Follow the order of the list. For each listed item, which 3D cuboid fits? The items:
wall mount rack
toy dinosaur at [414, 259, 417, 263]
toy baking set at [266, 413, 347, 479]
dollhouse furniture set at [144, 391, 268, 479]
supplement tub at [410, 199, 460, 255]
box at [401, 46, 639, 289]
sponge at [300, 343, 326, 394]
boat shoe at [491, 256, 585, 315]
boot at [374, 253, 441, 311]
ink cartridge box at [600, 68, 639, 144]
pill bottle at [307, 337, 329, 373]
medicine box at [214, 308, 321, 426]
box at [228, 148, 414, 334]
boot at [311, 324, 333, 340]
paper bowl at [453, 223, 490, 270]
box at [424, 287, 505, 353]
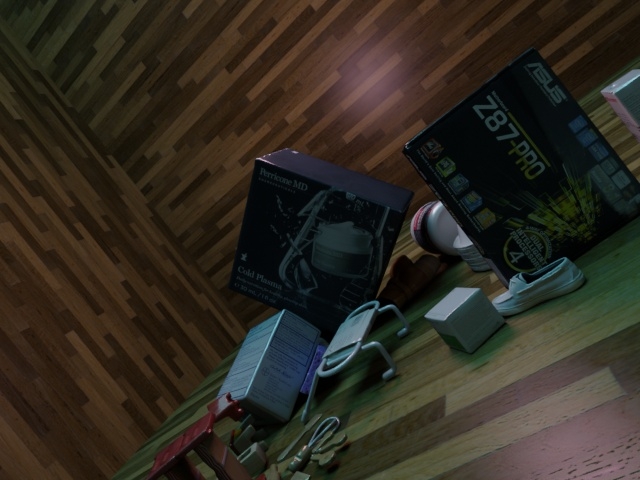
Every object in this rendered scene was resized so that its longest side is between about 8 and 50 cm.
[{"bbox_3d":[0.069,0.301,1.136,0.304,0.130,0.350,-33,4,26],"label":"wall mount rack"},{"bbox_3d":[0.368,0.095,1.621,0.090,0.047,0.082,-28,20,-5],"label":"toy dinosaur"},{"bbox_3d":[-0.031,0.445,0.912,0.197,0.030,0.256,-35,2,-9],"label":"toy baking set"},{"bbox_3d":[-0.240,0.491,1.032,0.152,0.201,0.374,-38,3,-7],"label":"dollhouse furniture set"},{"bbox_3d":[0.427,-0.046,1.536,0.191,0.191,0.272,-38,2,-4],"label":"supplement tub"},{"bbox_3d":[0.415,-0.135,0.931,0.318,0.395,0.097,-37,0,6],"label":"box"},{"bbox_3d":[-0.016,0.359,1.263,0.210,0.031,0.117,78,-147,-81],"label":"sponge"},{"bbox_3d":[0.399,0.088,0.852,0.184,0.063,0.066,-35,3,47],"label":"boat shoe"},{"bbox_3d":[0.262,0.155,1.501,0.220,0.109,0.283,-43,11,-21],"label":"boot"},{"bbox_3d":[0.766,-0.295,1.041,0.086,0.203,0.148,-37,3,28],"label":"ink cartridge box"},{"bbox_3d":[-0.041,0.389,1.468,0.152,0.086,0.086,-38,2,28],"label":"pill bottle"},{"bbox_3d":[-0.162,0.392,1.360,0.263,0.149,0.289,-36,23,51],"label":"medicine box"},{"bbox_3d":[0.000,0.000,1.499,0.297,0.480,0.472,-43,-28,-66],"label":"box"},{"bbox_3d":[-0.058,0.414,1.652,0.248,0.090,0.207,-34,16,44],"label":"boot"},{"bbox_3d":[0.495,-0.054,1.231,0.284,0.148,0.284,-38,3,3],"label":"paper bowl"},{"bbox_3d":[0.288,0.157,0.898,0.102,0.087,0.101,-38,2,-10],"label":"box"}]
